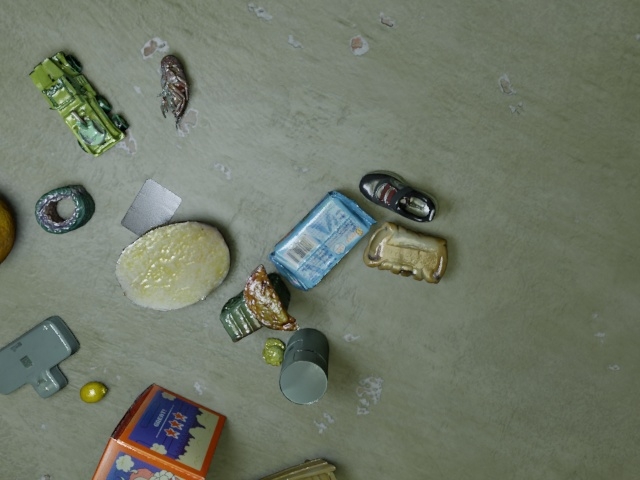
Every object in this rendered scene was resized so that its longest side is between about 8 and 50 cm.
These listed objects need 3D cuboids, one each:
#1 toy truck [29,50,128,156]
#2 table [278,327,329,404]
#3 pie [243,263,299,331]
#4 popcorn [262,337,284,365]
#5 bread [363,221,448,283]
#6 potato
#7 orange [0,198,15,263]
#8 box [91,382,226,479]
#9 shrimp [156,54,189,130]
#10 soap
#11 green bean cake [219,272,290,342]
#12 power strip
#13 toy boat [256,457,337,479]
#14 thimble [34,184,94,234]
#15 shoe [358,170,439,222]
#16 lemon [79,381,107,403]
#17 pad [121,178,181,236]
[{"bbox_3d":[-0.622,-0.348,1.426,0.128,0.135,0.259,-33,96,6],"label":"toy truck"},{"bbox_3d":[-0.040,0.335,1.519,0.127,0.220,0.126,0,103,1],"label":"table"},{"bbox_3d":[-0.134,0.161,1.399,0.088,0.033,0.191,-30,94,7],"label":"pie"},{"bbox_3d":[-0.131,0.317,1.600,0.060,0.068,0.083,4,64,-23],"label":"popcorn"},{"bbox_3d":[0.235,0.033,1.525,0.225,0.081,0.134,18,96,-1],"label":"bread"},{"bbox_3d":[-0.391,0.061,1.521,0.299,0.116,0.239,-25,108,-6],"label":"potato"},{"bbox_3d":[-0.912,-0.023,1.429,0.265,0.264,0.263,0,102,0],"label":"orange"},{"bbox_3d":[-0.466,0.641,1.536,0.257,0.318,0.348,27,102,-3],"label":"box"},{"bbox_3d":[-0.378,-0.379,1.452,0.073,0.075,0.190,-11,115,-30],"label":"shrimp"},{"bbox_3d":[0.000,0.000,1.521,0.156,0.077,0.293,44,99,-9],"label":"soap"},{"bbox_3d":[-0.174,0.172,1.506,0.173,0.181,0.094,-32,98,9],"label":"green bean cake"},{"bbox_3d":[-0.810,0.357,1.610,0.265,0.059,0.193,-32,96,7],"label":"power strip"},{"bbox_3d":[-0.144,0.757,1.637,0.446,0.162,0.135,-26,98,6],"label":"toy boat"},{"bbox_3d":[-0.682,-0.082,1.504,0.135,0.090,0.118,-27,103,3],"label":"thimble"},{"bbox_3d":[0.212,-0.111,1.479,0.228,0.112,0.099,23,102,-6],"label":"shoe"},{"bbox_3d":[-0.655,0.438,1.625,0.083,0.062,0.062,-13,101,3],"label":"lemon"},{"bbox_3d":[-0.465,-0.079,1.546,0.112,0.003,0.157,33,100,-7],"label":"pad"}]
